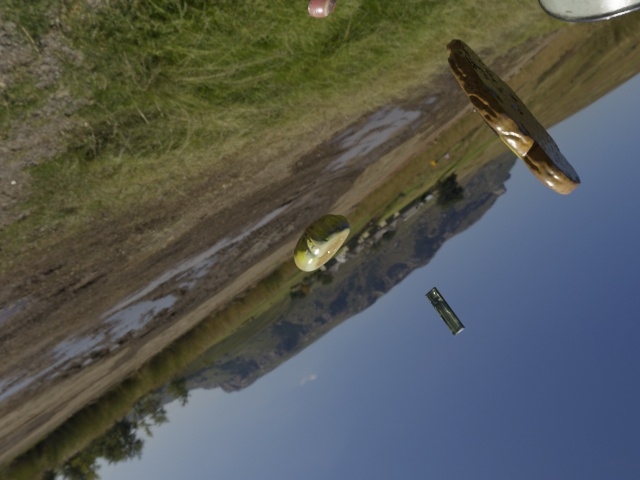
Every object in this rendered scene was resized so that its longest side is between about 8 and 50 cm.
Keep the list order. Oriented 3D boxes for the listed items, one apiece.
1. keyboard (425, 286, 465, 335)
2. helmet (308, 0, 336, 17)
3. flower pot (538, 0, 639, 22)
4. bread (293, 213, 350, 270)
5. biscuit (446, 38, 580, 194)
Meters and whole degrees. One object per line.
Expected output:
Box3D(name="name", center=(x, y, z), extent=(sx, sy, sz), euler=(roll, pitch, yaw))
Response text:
Box3D(name="keyboard", center=(0.434, 0.248, 1.624), extent=(0.014, 0.176, 0.055), euler=(-5, 143, -44))
Box3D(name="helmet", center=(0.011, -0.521, 1.003), extent=(0.065, 0.049, 0.083), euler=(41, 71, -80))
Box3D(name="flower pot", center=(0.472, -0.590, 0.764), extent=(0.294, 0.293, 0.330), euler=(-38, 134, 16))
Box3D(name="bread", center=(0.000, 0.000, 1.436), extent=(0.213, 0.105, 0.213), euler=(-40, 163, -15))
Box3D(name="biscuit", center=(0.264, -0.182, 0.669), extent=(0.209, 0.290, 0.041), euler=(1, 144, -49))
